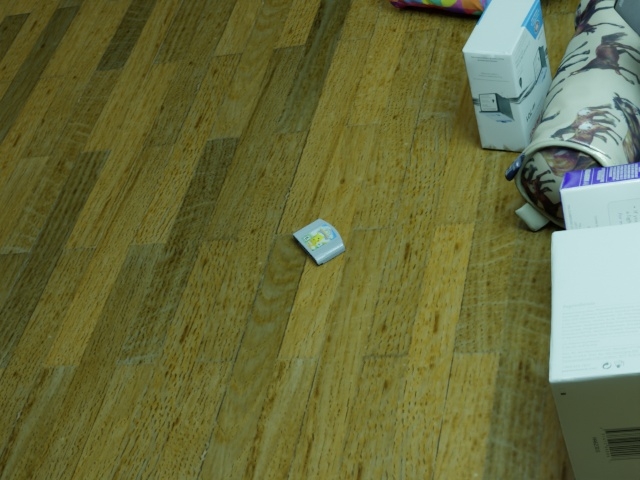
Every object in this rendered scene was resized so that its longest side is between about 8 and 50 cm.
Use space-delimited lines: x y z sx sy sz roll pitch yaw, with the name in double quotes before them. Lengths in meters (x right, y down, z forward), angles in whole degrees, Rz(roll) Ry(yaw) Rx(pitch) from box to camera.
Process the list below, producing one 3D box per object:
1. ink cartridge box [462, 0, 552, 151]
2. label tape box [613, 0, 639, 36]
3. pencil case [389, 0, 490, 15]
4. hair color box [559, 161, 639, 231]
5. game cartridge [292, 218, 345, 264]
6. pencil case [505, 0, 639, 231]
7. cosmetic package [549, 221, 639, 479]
"ink cartridge box" 0.284 -0.249 1.874 0.082 0.190 0.139 7 49 28
"label tape box" 0.571 -0.258 1.563 0.241 0.106 0.333 -30 68 -17
"pencil case" 0.231 -0.444 2.188 0.236 0.104 0.104 16 53 33
"hair color box" 0.475 -0.009 1.520 0.339 0.185 0.110 -7 14 17
"game cartridge" 0.000 0.000 1.862 0.056 0.017 0.083 -28 41 -14
"pencil case" 0.397 -0.199 1.794 0.183 0.160 0.410 -22 31 45
"cosmetic package" 0.342 0.136 1.402 0.138 0.224 0.224 -8 43 17
